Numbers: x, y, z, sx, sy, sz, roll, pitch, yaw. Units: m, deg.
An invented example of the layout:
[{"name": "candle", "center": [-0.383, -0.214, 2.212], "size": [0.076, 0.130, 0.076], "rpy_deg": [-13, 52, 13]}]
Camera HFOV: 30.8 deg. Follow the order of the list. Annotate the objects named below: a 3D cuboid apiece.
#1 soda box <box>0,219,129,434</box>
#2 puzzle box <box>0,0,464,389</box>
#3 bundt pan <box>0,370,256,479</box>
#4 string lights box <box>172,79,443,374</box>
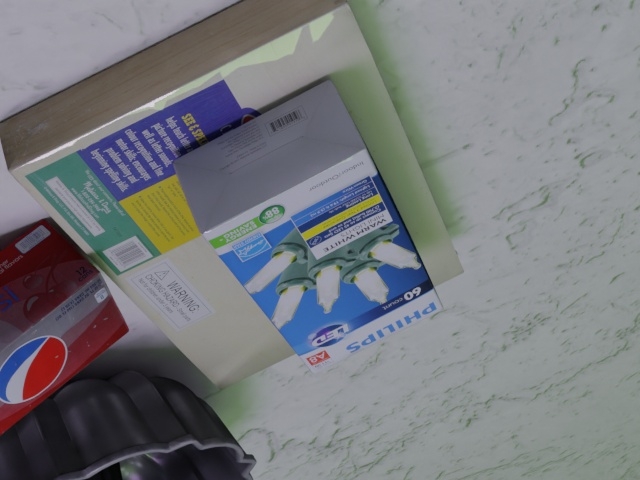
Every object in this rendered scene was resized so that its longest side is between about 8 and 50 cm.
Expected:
[{"name": "soda box", "center": [-0.284, 0.107, 0.908], "size": [0.263, 0.083, 0.092], "rpy_deg": [-39, 148, -19]}, {"name": "puzzle box", "center": [-0.047, -0.027, 0.979], "size": [0.272, 0.052, 0.409], "rpy_deg": [-25, 145, 4]}, {"name": "bundt pan", "center": [-0.236, 0.246, 1.151], "size": [0.330, 0.124, 0.331], "rpy_deg": [-24, 151, -14]}, {"name": "string lights box", "center": [0.000, 0.000, 0.927], "size": [0.133, 0.077, 0.260], "rpy_deg": [-27, 146, 4]}]
